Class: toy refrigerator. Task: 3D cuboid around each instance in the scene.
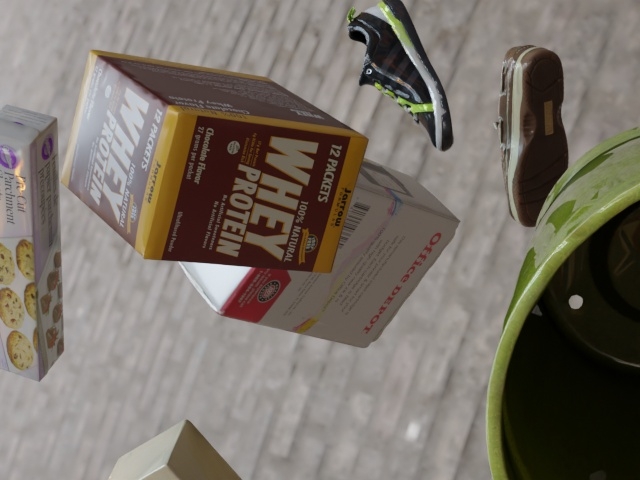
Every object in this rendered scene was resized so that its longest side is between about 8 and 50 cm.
[{"bbox_3d":[-0.101,0.323,1.586,0.102,0.269,0.094,-33,17,25],"label":"toy refrigerator"}]

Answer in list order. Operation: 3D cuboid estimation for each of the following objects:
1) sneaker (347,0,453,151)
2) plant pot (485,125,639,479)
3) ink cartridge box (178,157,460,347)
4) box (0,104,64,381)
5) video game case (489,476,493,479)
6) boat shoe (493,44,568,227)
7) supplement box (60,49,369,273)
[{"bbox_3d":[0.101,-0.209,1.997,0.084,0.097,0.234,65,-178,-71],"label":"sneaker"},{"bbox_3d":[0.296,0.064,1.145,0.366,0.366,0.353,-62,7,16],"label":"plant pot"},{"bbox_3d":[0.000,0.000,1.931,0.226,0.306,0.131,-53,55,15],"label":"ink cartridge box"},{"bbox_3d":[-0.324,0.009,1.649,0.063,0.067,0.324,-58,-20,-51],"label":"box"},{"bbox_3d":[0.220,0.247,1.627,0.232,0.042,0.210,-52,-7,-8],"label":"video game case"},{"bbox_3d":[0.291,-0.151,2.133,0.095,0.095,0.257,32,124,57],"label":"boat shoe"},{"bbox_3d":[-0.098,-0.070,1.340,0.194,0.191,0.129,36,115,52],"label":"supplement box"}]
